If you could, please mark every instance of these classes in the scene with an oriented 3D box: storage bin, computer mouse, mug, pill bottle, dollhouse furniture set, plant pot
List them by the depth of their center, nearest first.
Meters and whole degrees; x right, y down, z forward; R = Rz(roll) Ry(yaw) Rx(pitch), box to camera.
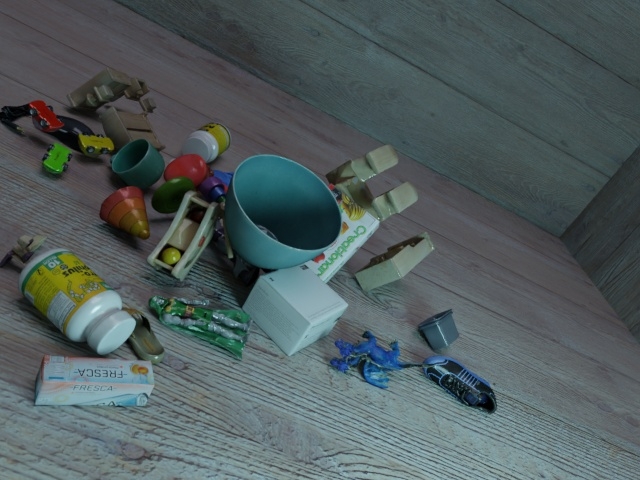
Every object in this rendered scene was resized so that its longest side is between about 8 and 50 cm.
[{"bbox_3d":[-0.458,0.118,0.997,0.208,0.117,0.118,38,27,13],"label":"pill bottle"},{"bbox_3d":[-0.578,0.025,1.090,0.081,0.091,0.114,42,21,-13],"label":"dollhouse furniture set"},{"bbox_3d":[-0.119,-0.041,1.303,0.291,0.195,0.290,20,46,-22],"label":"plant pot"},{"bbox_3d":[-0.520,-0.218,1.509,0.158,0.129,0.097,45,-6,43],"label":"mug"},{"bbox_3d":[-0.779,-0.333,1.513,0.262,0.060,0.184,31,25,1],"label":"computer mouse"},{"bbox_3d":[0.368,0.282,1.629,0.135,0.098,0.091,-12,77,-55],"label":"storage bin"},{"bbox_3d":[0.171,-0.075,1.716,0.257,0.362,0.393,-31,93,-50],"label":"dollhouse furniture set"},{"bbox_3d":[-0.641,-0.353,1.721,0.355,0.174,0.303,63,15,-1],"label":"dollhouse furniture set"},{"bbox_3d":[-0.403,-0.341,1.856,0.119,0.119,0.208,29,26,-4],"label":"pill bottle"}]

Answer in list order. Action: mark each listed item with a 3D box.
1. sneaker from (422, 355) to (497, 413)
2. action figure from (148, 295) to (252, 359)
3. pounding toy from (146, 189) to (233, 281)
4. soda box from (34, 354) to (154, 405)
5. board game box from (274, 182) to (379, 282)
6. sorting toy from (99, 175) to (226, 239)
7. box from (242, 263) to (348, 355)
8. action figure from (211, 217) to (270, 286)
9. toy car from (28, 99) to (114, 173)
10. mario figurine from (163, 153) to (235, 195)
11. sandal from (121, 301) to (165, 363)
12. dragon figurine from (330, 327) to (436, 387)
[{"bbox_3d":[0.387,0.397,1.441,0.233,0.081,0.090,27,19,-11],"label":"sneaker"},{"bbox_3d":[-0.270,0.173,1.170,0.233,0.063,0.137,20,31,-14],"label":"action figure"},{"bbox_3d":[-0.283,-0.014,1.275,0.155,0.154,0.269,27,57,1],"label":"pounding toy"},{"bbox_3d":[-0.389,0.245,0.909,0.183,0.062,0.058,13,32,-32],"label":"soda box"},{"bbox_3d":[0.000,0.000,1.529,0.193,0.305,0.053,40,-14,17],"label":"board game box"},{"bbox_3d":[-0.381,-0.080,1.383,0.366,0.127,0.126,-20,61,-46],"label":"sorting toy"},{"bbox_3d":[-0.063,0.167,1.327,0.182,0.119,0.181,42,28,20],"label":"box"},{"bbox_3d":[-0.258,-0.002,1.445,0.285,0.099,0.185,35,38,18],"label":"action figure"},{"bbox_3d":[-0.704,-0.253,1.427,0.239,0.053,0.224,29,38,-28],"label":"toy car"},{"bbox_3d":[-0.362,-0.165,1.639,0.198,0.169,0.321,4,-3,34],"label":"mario figurine"},{"bbox_3d":[-0.376,0.173,1.063,0.180,0.049,0.072,41,28,18],"label":"sandal"},{"bbox_3d":[0.155,0.315,1.336,0.289,0.085,0.144,27,27,-8],"label":"dragon figurine"}]
